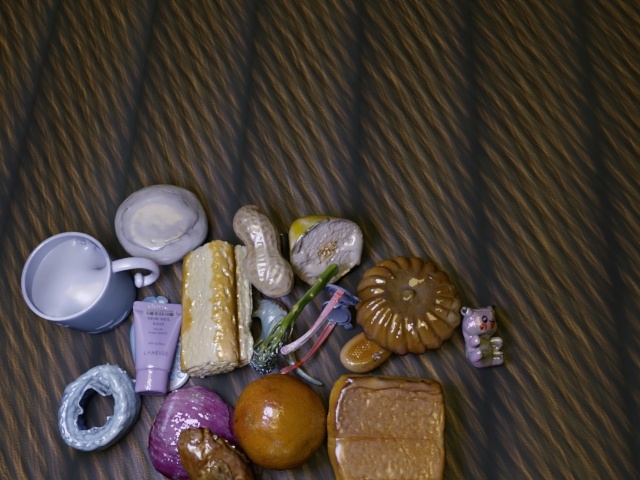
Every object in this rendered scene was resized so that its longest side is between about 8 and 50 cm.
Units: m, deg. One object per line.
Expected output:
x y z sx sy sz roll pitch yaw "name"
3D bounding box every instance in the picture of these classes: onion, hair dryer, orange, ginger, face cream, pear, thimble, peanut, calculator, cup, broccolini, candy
-0.325 0.562 1.677 0.349 0.159 0.267 16 75 11 "onion"
-0.183 0.071 1.878 0.195 0.050 0.173 -8 91 6 "hair dryer"
-0.106 0.497 1.634 0.264 0.264 0.264 -1 70 4 "orange"
-0.251 0.616 1.554 0.172 0.321 0.165 2 33 38 "ginger"
-0.489 0.317 1.772 0.154 0.096 0.273 5 66 -14 "face cream"
-0.001 -0.002 1.849 0.267 0.266 0.178 -27 42 -6 "pear"
-0.632 0.482 1.725 0.205 0.172 0.250 15 74 5 "thimble"
-0.174 0.032 1.758 0.136 0.120 0.298 -17 76 -14 "peanut"
-0.488 0.315 1.840 0.189 0.042 0.302 -14 70 0 "calculator"
-0.658 0.129 1.797 0.357 0.274 0.259 -14 70 -2 "cup"
-0.058 0.228 1.725 0.079 0.074 0.392 27 62 34 "broccolini"
-0.505 -0.049 1.900 0.296 0.185 0.295 3 64 -7 "candy"

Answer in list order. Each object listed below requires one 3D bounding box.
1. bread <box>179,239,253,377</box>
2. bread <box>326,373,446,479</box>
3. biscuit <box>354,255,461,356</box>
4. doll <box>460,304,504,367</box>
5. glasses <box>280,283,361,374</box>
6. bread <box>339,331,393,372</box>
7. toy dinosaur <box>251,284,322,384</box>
-0.318 0.208 1.779 0.237 0.165 0.375 -26 60 37 "bread"
0.177 0.537 1.637 0.337 0.148 0.327 4 73 -13 "bread"
0.259 0.181 1.773 0.326 0.107 0.325 0 58 0 "biscuit"
0.473 0.277 1.754 0.149 0.095 0.191 11 73 -34 "doll"
0.001 0.270 1.697 0.118 0.234 0.268 30 61 10 "glasses"
0.145 0.327 1.772 0.189 0.077 0.114 -27 52 -19 "bread"
-0.145 0.296 1.800 0.393 0.092 0.205 35 70 24 "toy dinosaur"
